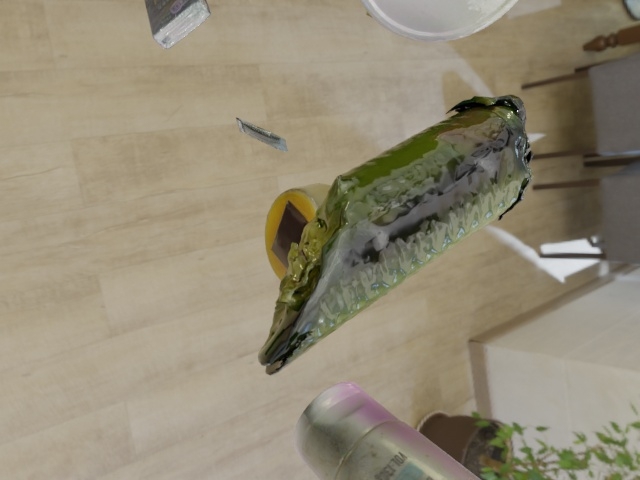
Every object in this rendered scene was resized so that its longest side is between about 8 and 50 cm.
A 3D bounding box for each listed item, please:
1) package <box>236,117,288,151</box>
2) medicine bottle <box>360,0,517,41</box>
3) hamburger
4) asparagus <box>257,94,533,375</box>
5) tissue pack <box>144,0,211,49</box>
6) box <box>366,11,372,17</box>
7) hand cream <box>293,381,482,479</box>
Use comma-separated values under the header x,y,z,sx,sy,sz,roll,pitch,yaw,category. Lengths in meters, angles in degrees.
x,y,z,sx,sy,sz,roll,pitch,yaw,category
-0.101,-0.182,1.044,0.015,0.110,0.037,-52,153,-19,package
0.125,-0.395,0.700,0.241,0.241,0.302,37,37,-33,medicine bottle
0.000,0.000,0.689,0.081,0.141,0.127,-2,109,-38,hamburger
0.073,-0.026,0.565,0.382,0.108,0.128,-31,116,-32,asparagus
-0.271,-0.442,1.126,0.051,0.112,0.156,37,25,-49,tissue pack
0.149,-0.460,0.976,0.064,0.141,0.220,0,121,-23,box
0.096,0.197,0.336,0.111,0.312,0.070,-52,135,-6,hand cream
